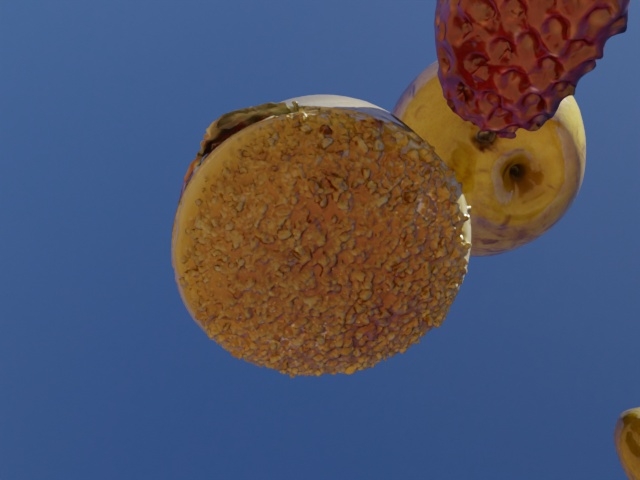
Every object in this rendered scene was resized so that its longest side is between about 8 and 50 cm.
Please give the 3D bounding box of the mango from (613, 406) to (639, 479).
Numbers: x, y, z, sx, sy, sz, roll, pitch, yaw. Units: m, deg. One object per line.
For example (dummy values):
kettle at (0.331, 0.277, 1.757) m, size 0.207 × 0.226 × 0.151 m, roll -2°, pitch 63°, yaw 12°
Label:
mango at (0.390, 0.238, 0.936) m, size 0.195 × 0.137 × 0.098 m, roll 32°, pitch -46°, yaw 31°

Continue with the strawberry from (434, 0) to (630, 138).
strawberry at (0.183, -0.265, 0.891) m, size 0.265 × 0.149 × 0.336 m, roll -119°, pitch -140°, yaw -54°

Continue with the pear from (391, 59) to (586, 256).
pear at (0.210, -0.111, 1.193) m, size 0.281 × 0.281 × 0.280 m, roll -7°, pitch -102°, yaw 32°

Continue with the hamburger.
hamburger at (0.000, 0.000, 0.905) m, size 0.302 × 0.170 × 0.302 m, roll 2°, pitch -64°, yaw 3°
